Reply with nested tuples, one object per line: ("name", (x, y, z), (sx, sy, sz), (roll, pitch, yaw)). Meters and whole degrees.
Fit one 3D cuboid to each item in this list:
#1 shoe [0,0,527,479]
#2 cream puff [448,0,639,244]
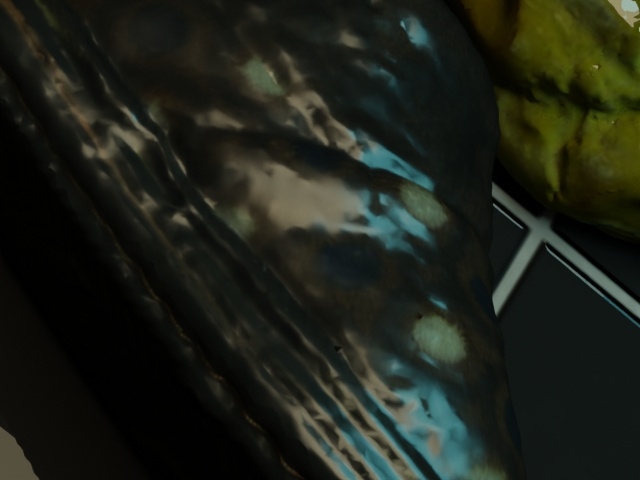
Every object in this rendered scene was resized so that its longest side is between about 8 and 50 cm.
("shoe", (0.000, 0.000, 0.616), (0.237, 0.171, 0.384), (-32, 76, -28))
("cream puff", (0.251, -0.158, 0.756), (0.324, 0.257, 0.291), (48, 54, 1))
